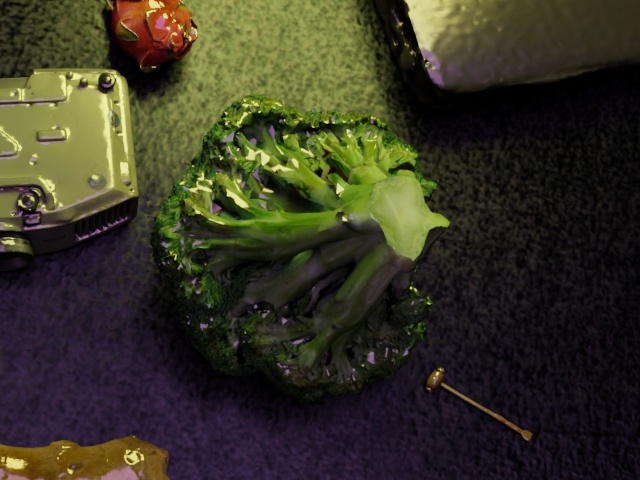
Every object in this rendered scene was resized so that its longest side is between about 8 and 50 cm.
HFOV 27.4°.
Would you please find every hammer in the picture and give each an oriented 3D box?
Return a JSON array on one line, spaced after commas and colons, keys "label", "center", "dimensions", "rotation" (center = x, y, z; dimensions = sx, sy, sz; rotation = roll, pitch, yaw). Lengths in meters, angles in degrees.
[{"label": "hammer", "center": [0.163, 0.170, 1.336], "dimensions": [0.123, 0.014, 0.029], "rotation": [31, 80, -3]}]

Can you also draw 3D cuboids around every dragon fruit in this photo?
[{"label": "dragon fruit", "center": [-0.180, -0.229, 1.352], "dimensions": [0.116, 0.086, 0.081], "rotation": [43, 110, 12]}]

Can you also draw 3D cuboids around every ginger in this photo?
[{"label": "ginger", "center": [-0.283, 0.213, 1.215], "dimensions": [0.299, 0.065, 0.118], "rotation": [15, 73, -4]}]

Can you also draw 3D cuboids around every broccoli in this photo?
[{"label": "broccoli", "center": [0.000, 0.000, 1.229], "dimensions": [0.308, 0.275, 0.307], "rotation": [15, 64, -34]}]

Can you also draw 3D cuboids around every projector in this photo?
[{"label": "projector", "center": [-0.317, -0.072, 1.277], "dimensions": [0.270, 0.088, 0.193], "rotation": [-5, 72, -12]}]

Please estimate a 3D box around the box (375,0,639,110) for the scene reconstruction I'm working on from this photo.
[{"label": "box", "center": [0.216, -0.329, 1.448], "dimensions": [0.350, 0.091, 0.359], "rotation": [-13, 77, -15]}]
